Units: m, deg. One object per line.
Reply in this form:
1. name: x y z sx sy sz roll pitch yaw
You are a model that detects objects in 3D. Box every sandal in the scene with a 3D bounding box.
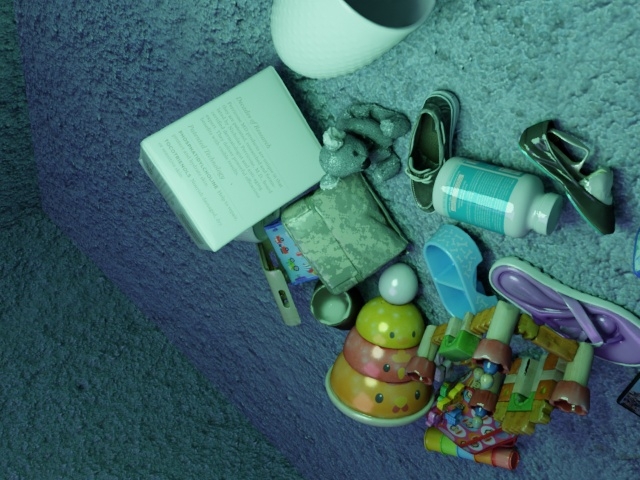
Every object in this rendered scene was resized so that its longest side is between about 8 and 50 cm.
1. sandal: 0.583 0.191 1.432 0.416 0.102 0.169 31 140 27

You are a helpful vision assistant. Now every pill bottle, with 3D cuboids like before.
1. pill bottle: 0.398 -0.093 1.341 0.264 0.146 0.146 22 136 34

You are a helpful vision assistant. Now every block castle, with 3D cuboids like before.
1. block castle: 0.435 0.341 1.505 0.303 0.213 0.453 28 157 -7

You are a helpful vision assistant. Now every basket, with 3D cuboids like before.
1. basket: 0.046 0.198 1.881 0.204 0.154 0.227 52 -176 9

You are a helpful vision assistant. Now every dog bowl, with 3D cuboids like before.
1. dog bowl: 0.365 0.101 1.574 0.166 0.074 0.297 17 135 61

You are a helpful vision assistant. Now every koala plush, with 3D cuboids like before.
1. koala plush: 0.076 -0.229 1.499 0.203 0.221 0.196 32 141 23

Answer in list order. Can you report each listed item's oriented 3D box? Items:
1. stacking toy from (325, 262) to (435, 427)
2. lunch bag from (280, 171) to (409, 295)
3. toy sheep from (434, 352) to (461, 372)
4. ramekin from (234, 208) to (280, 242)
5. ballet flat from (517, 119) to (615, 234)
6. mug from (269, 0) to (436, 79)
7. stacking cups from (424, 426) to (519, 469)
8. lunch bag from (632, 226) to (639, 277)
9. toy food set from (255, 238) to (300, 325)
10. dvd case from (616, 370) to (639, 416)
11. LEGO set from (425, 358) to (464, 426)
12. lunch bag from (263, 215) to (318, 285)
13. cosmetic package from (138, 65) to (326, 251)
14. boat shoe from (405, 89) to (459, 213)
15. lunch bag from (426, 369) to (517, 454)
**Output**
1. stacking toy: 0.202 0.288 1.815 0.350 0.350 0.480 22 120 33
2. lunch bag: 0.074 -0.030 1.677 0.256 0.212 0.305 -32 96 12
3. toy sheep: 0.379 0.347 1.810 0.132 0.091 0.091 15 132 47
4. ramekin: -0.222 -0.090 1.968 0.109 0.207 0.207 14 132 26
5. ballet flat: 0.527 -0.135 1.218 0.280 0.095 0.096 47 132 4
6. mug: 0.032 -0.541 1.268 0.328 0.276 0.374 -21 75 60
7. stacking cups: 0.507 0.692 1.993 0.316 0.096 0.096 -2 120 42
8. lunch bag: 0.673 0.002 1.128 0.096 0.151 0.129 48 144 4
9. toy food set: -0.135 0.125 2.048 0.306 0.092 0.220 -117 7 -63
10. dvd case: 0.858 0.405 1.402 0.253 0.022 0.180 32 141 23
11. LEGO set: 0.361 0.477 1.746 0.087 0.093 0.227 27 124 47
12. lunch bag: 0.000 0.000 1.885 0.293 0.138 0.221 -13 109 41
13. cosmetic package: -0.244 -0.209 1.645 0.327 0.393 0.329 57 164 -10
14. boat shoe: 0.252 -0.193 1.430 0.121 0.119 0.335 24 137 32
15. lunch bag: 0.493 0.550 1.850 0.258 0.120 0.293 41 143 5
